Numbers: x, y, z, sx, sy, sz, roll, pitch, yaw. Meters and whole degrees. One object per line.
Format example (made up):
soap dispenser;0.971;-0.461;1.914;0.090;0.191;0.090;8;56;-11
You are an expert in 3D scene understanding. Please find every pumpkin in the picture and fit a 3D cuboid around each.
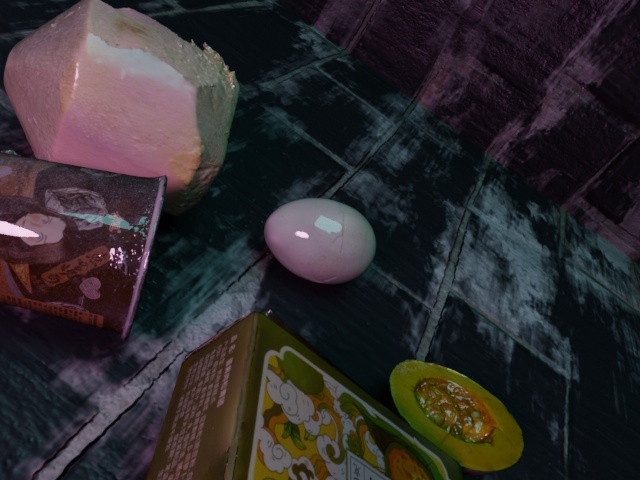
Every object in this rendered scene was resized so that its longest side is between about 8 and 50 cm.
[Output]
pumpkin;0.188;0.287;0.829;0.217;0.110;0.217;16;31;-10

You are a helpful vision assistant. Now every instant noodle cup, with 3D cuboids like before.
instant noodle cup;-0.312;-0.002;0.656;0.207;0.217;0.217;13;39;-19

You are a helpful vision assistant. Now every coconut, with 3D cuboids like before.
coconut;-0.305;-0.206;0.820;0.309;0.297;0.297;21;37;-29

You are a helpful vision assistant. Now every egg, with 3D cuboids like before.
egg;0.000;0.000;0.958;0.209;0.151;0.151;13;40;-23

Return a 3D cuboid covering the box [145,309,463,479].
box;0.008;0.326;0.488;0.373;0.138;0.420;43;27;-25
